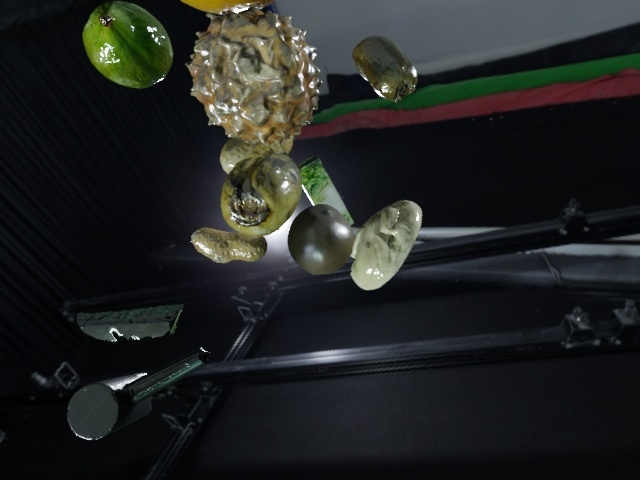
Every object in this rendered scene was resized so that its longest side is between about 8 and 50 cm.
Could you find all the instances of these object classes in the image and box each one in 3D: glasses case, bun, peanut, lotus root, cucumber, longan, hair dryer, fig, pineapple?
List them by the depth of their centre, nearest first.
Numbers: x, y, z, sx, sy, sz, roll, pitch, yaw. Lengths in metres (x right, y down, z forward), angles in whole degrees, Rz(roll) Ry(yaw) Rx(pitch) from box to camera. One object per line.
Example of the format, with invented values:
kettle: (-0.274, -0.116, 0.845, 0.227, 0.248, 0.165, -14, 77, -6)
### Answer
pineapple: (-0.075, -0.197, 0.528, 0.167, 0.166, 0.193, -19, -174, 5)
lotus root: (-0.108, -0.105, 0.850, 0.154, 0.153, 0.278, -14, -153, 12)
cucumber: (-0.388, 0.176, 0.861, 0.221, 0.070, 0.046, -4, -160, -1)
hair dryer: (-0.385, 0.337, 1.003, 0.303, 0.116, 0.244, -26, 170, -2)
fig: (-0.465, -0.492, 1.012, 0.203, 0.203, 0.235, -33, -177, -16)
bun: (0.143, 0.003, 1.018, 0.237, 0.116, 0.210, -57, -175, -11)
peanut: (-0.164, -0.248, 1.140, 0.225, 0.129, 0.129, -33, -145, -8)
longan: (0.000, 0.000, 1.195, 0.197, 0.196, 0.220, -24, -156, -2)
peanut: (-0.259, 0.014, 1.205, 0.214, 0.099, 0.099, 1, -147, -8)
lotus root: (0.214, -0.588, 1.423, 0.151, 0.160, 0.274, -53, -125, 29)
glasses case: (0.012, -0.151, 1.464, 0.095, 0.272, 0.062, -32, -156, -3)

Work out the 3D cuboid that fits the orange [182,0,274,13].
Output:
orange: (-0.124, -0.400, 0.523, 0.237, 0.236, 0.236, -15, -146, 11)
